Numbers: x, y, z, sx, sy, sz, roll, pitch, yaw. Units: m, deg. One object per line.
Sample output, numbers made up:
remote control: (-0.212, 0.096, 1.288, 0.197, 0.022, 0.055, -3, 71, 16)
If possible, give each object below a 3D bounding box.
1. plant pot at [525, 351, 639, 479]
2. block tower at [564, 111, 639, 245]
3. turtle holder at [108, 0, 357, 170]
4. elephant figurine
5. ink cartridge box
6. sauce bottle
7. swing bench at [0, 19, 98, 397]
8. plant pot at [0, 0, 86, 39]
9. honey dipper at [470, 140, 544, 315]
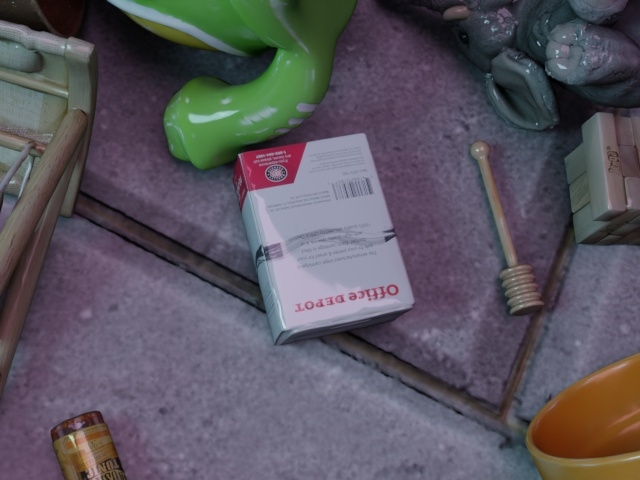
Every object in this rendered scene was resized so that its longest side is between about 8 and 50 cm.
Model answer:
plant pot: (0.283, 0.193, 0.670, 0.205, 0.205, 0.187, -26, 93, -19)
block tower: (0.383, -0.047, 0.821, 0.336, 0.097, 0.090, 3, 71, -13)
turtle holder: (-0.071, -0.245, 0.715, 0.228, 0.320, 0.243, 1, 43, 25)
elephant figurine: (0.193, -0.186, 0.810, 0.169, 0.239, 0.185, -19, 102, -33)
ink cartridge box: (0.000, 0.000, 0.736, 0.109, 0.063, 0.150, -10, 74, -16)
sauce bottle: (-0.152, 0.186, 0.651, 0.042, 0.042, 0.128, -22, 78, -18)
swing bench: (-0.314, -0.039, 0.632, 0.253, 0.165, 0.254, 17, 65, -5)
plant pot: (-0.321, -0.249, 0.694, 0.231, 0.215, 0.215, -5, 72, 1)
honey dipper: (0.158, -0.014, 0.797, 0.031, 0.030, 0.160, -7, 68, -14)
